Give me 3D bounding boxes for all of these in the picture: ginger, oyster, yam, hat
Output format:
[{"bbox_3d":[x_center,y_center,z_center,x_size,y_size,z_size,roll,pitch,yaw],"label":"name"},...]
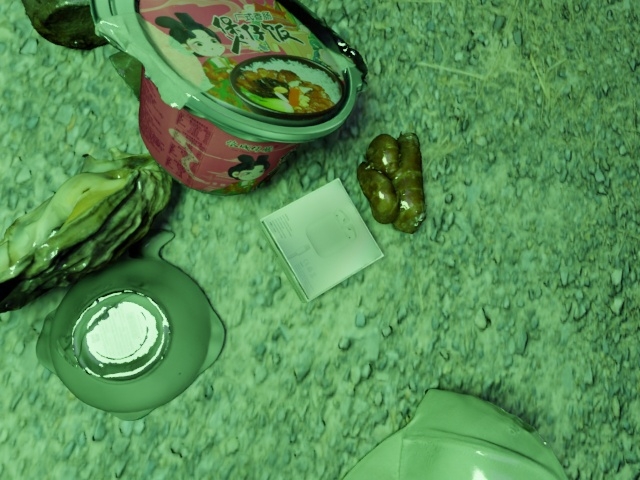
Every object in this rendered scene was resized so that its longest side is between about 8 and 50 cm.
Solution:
[{"bbox_3d":[0.101,-0.091,0.634,0.103,0.073,0.162,9,72,-25],"label":"ginger"},{"bbox_3d":[-0.301,0.001,0.479,0.271,0.275,0.100,-16,129,-2],"label":"oyster"},{"bbox_3d":[-0.202,-0.257,0.592,0.169,0.068,0.068,-34,90,-20],"label":"yam"},{"bbox_3d":[0.155,0.357,0.521,0.301,0.168,0.257,-26,87,-16],"label":"hat"},{"bbox_3d":[-0.357,-0.396,0.552,0.131,0.131,0.279,-22,89,-15],"label":"yam"}]

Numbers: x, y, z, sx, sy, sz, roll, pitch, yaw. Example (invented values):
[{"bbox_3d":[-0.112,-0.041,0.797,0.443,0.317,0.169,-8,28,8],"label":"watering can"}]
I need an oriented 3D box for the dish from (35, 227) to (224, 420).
[{"bbox_3d":[-0.232,0.099,0.520,0.224,0.078,0.246,1,81,-12],"label":"dish"}]

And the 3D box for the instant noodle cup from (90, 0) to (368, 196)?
[{"bbox_3d":[-0.111,-0.171,0.514,0.303,0.181,0.258,7,59,-28],"label":"instant noodle cup"}]

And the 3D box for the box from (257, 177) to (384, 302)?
[{"bbox_3d":[0.000,0.000,0.604,0.129,0.051,0.130,-30,90,-16],"label":"box"}]
